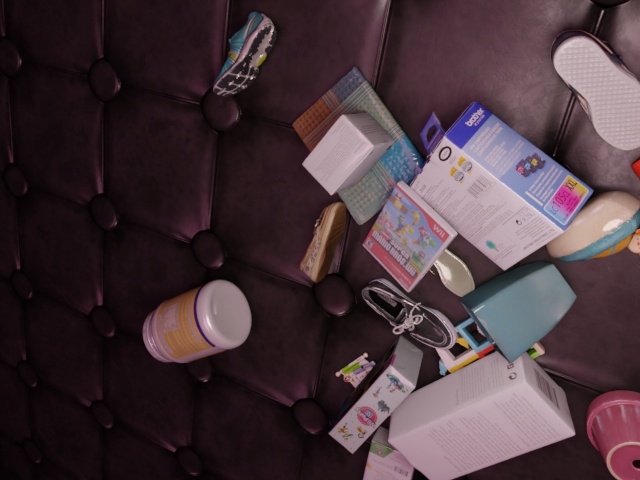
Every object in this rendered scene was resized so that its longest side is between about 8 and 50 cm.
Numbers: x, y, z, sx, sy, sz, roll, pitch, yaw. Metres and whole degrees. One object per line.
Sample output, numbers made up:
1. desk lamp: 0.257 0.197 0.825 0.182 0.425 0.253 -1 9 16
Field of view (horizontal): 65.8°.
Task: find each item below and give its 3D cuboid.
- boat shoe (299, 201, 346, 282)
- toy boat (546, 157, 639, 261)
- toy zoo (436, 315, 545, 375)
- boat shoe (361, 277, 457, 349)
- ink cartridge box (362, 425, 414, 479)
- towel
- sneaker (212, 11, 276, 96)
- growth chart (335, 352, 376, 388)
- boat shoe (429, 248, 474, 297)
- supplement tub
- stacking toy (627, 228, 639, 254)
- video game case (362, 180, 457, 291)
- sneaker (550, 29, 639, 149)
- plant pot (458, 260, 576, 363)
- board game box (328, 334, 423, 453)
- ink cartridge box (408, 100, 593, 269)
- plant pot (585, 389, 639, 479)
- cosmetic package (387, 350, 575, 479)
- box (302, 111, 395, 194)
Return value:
1. boat shoe: 0.000 0.000 1.520 0.089 0.104 0.285 31 121 22
2. toy boat: 0.687 -0.055 1.130 0.318 0.267 0.148 -38 81 -3
3. toy zoo: 0.466 0.318 1.444 0.192 0.030 0.293 50 119 4
4. boat shoe: 0.256 0.222 1.454 0.306 0.105 0.113 40 116 15
5. ink cartridge box: 0.236 0.755 1.652 0.154 0.093 0.213 17 111 20
6. towel: 0.112 -0.265 1.426 0.271 0.040 0.370 -35 88 29
7. sneaker: -0.234 -0.551 1.480 0.275 0.107 0.110 -47 64 24
8. growth chart: 0.184 0.479 1.632 0.237 0.021 0.172 45 118 5
9. boat shoe: 0.347 0.065 1.403 0.081 0.069 0.228 -40 87 0
10. supplement tub: -0.435 0.293 1.737 0.331 0.241 0.241 -22 96 29
11. stacking toy: 0.857 -0.014 1.111 0.301 0.165 0.175 -10 92 42
12. video game case: 0.235 -0.003 1.370 0.204 0.025 0.285 47 144 18
13. sneaker: 0.639 -0.350 1.115 0.321 0.128 0.126 42 128 -20
14. plant pot: 0.516 0.163 1.282 0.234 0.165 0.166 -37 90 5
15. board game box: 0.173 0.459 1.493 0.097 0.224 0.303 37 110 7
16. ink cartridge box: 0.390 -0.142 1.201 0.395 0.151 0.270 39 157 7
17. plant pot: 0.797 0.517 1.267 0.201 0.180 0.202 7 108 24
18. cosmetic package: 0.440 0.504 1.412 0.453 0.162 0.230 -37 105 29
19. box: 0.078 -0.236 1.324 0.119 0.181 0.182 47 119 7
